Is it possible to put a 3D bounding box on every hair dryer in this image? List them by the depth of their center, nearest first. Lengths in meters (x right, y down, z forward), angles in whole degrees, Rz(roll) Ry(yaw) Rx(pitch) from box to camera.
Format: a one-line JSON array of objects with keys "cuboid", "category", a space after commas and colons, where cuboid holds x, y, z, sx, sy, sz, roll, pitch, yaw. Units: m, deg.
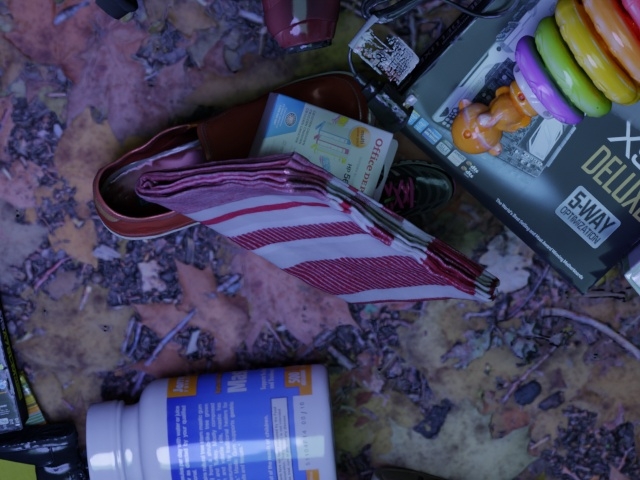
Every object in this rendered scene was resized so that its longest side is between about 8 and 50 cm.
[{"cuboid": [0.042, -0.276, 1.813, 0.293, 0.080, 0.224, 40, 95, 1], "category": "hair dryer"}]

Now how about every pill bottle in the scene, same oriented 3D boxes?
[{"cuboid": [-0.120, 0.224, 1.961, 0.272, 0.152, 0.152, -5, 110, 0], "category": "pill bottle"}]

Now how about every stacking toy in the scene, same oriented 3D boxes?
[{"cuboid": [0.259, -0.177, 1.761, 0.302, 0.166, 0.175, -35, 91, 20], "category": "stacking toy"}]

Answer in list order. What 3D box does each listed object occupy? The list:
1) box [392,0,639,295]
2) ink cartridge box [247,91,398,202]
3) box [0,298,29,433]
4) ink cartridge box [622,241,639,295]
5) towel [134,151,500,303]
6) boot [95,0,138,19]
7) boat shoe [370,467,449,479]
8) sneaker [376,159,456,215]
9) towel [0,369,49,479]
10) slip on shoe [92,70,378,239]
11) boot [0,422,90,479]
[{"cuboid": [0.256, -0.130, 1.883, 0.307, 0.076, 0.242, 42, 103, -14], "category": "box"}, {"cuboid": [0.005, -0.086, 1.786, 0.143, 0.090, 0.092, 18, 92, -9], "category": "ink cartridge box"}, {"cuboid": [-0.441, 0.139, 1.969, 0.190, 0.045, 0.184, -11, 101, 5], "category": "box"}, {"cuboid": [0.425, -0.034, 1.870, 0.235, 0.171, 0.056, -41, 90, 12], "category": "ink cartridge box"}, {"cuboid": [0.000, 0.000, 1.800, 0.329, 0.237, 0.037, 29, 67, -39], "category": "towel"}, {"cuboid": [-0.184, -0.419, 1.742, 0.260, 0.131, 0.348, -24, 108, 7], "category": "boot"}, {"cuboid": [0.185, 0.358, 2.036, 0.302, 0.113, 0.103, 22, 103, -9], "category": "boat shoe"}, {"cuboid": [0.064, -0.048, 1.909, 0.170, 0.075, 0.063, 0, 110, -1], "category": "sneaker"}, {"cuboid": [-0.344, 0.269, 2.044, 0.102, 0.021, 0.237, -19, 109, 9], "category": "towel"}, {"cuboid": [-0.093, -0.089, 1.862, 0.331, 0.101, 0.123, -20, 79, 7], "category": "slip on shoe"}, {"cuboid": [-0.322, 0.262, 2.008, 0.121, 0.045, 0.099, -6, 117, 5], "category": "boot"}]
